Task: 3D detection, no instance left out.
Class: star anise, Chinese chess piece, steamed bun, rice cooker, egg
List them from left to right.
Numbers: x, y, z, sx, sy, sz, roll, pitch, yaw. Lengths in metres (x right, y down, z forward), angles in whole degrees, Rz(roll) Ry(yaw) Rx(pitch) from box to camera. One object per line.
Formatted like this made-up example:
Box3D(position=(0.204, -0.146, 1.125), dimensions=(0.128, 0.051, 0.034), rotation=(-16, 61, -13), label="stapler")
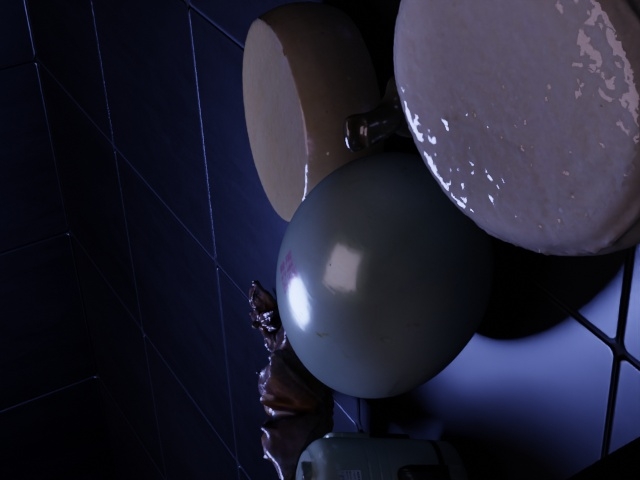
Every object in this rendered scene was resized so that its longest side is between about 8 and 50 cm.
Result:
Box3D(position=(-0.080, 0.136, 1.908), dimensions=(0.124, 0.056, 0.129), rotation=(95, 152, -66), label="star anise")
Box3D(position=(-0.035, 0.232, 1.701), dimensions=(0.349, 0.109, 0.292), rotation=(-70, -15, -66), label="star anise")
Box3D(position=(-0.012, -0.150, 1.428), dimensions=(0.273, 0.102, 0.273), rotation=(169, 90, -73), label="Chinese chess piece")
Box3D(position=(0.065, 0.050, 1.301), dimensions=(0.230, 0.230, 0.371), rotation=(60, 159, 24), label="egg")
Box3D(position=(0.084, 0.350, 1.495), dimensions=(0.226, 0.244, 0.226), rotation=(-175, 90, -82), label="rice cooker")
Box3D(position=(0.198, -0.131, 0.914), dimensions=(0.283, 0.177, 0.283), rotation=(33, 136, 39), label="steamed bun")

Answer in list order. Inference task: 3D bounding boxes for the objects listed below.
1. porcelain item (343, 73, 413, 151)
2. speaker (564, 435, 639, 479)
Box3D(position=(0.113, -0.132, 1.063), dimensions=(0.069, 0.215, 0.081), rotation=(46, 148, 43), label="porcelain item")
Box3D(position=(0.309, 0.348, 1.053), dimensions=(0.254, 0.184, 0.232), rotation=(39, 143, 45), label="speaker")
